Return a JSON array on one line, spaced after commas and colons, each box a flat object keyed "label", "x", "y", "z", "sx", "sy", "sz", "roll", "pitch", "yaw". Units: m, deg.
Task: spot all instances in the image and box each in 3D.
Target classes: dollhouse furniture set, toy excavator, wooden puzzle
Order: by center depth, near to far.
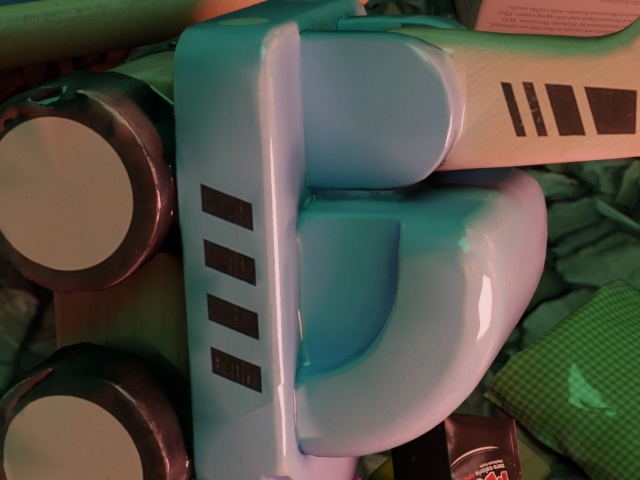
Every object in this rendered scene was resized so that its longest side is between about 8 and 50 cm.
[{"label": "toy excavator", "x": 0.065, "y": -0.048, "z": 0.820, "sx": 0.445, "sy": 0.433, "sz": 0.222, "roll": 3, "pitch": 15, "yaw": 16}, {"label": "dollhouse furniture set", "x": 0.203, "y": 0.124, "z": 1.054, "sx": 0.197, "sy": 0.151, "sz": 0.301, "roll": 42, "pitch": 56, "yaw": 19}, {"label": "wooden puzzle", "x": -0.190, "y": -0.170, "z": 1.074, "sx": 0.322, "sy": 0.080, "sz": 0.348, "roll": -16, "pitch": 15, "yaw": -38}]

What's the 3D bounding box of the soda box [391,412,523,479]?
[{"label": "soda box", "x": 0.084, "y": 0.185, "z": 0.884, "sx": 0.053, "sy": 0.060, "sz": 0.169, "roll": 8, "pitch": 64, "yaw": -31}]

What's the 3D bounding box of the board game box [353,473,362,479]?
[{"label": "board game box", "x": -0.056, "y": 0.252, "z": 0.875, "sx": 0.233, "sy": 0.078, "sz": 0.347, "roll": 42, "pitch": 35, "yaw": 20}]

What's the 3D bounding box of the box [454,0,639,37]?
[{"label": "box", "x": 0.208, "y": -0.260, "z": 1.366, "sx": 0.182, "sy": 0.119, "sz": 0.181, "roll": 1, "pitch": 53, "yaw": -12}]
